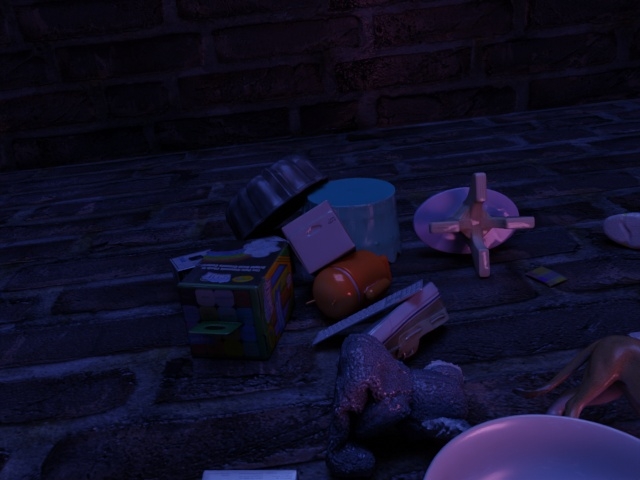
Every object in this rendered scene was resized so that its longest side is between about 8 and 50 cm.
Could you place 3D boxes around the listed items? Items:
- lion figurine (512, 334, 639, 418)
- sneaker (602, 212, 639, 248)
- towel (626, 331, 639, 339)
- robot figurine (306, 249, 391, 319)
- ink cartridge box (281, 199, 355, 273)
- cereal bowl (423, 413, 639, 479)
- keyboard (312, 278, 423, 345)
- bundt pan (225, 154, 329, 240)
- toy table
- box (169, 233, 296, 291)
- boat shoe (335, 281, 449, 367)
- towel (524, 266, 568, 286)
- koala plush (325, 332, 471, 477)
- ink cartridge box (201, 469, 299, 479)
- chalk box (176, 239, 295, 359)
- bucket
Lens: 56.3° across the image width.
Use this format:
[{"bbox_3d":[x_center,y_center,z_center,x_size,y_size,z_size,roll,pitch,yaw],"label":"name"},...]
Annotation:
[{"bbox_3d":[0.489,0.220,0.843,0.392,0.142,0.240,28,84,45],"label":"lion figurine"},{"bbox_3d":[0.858,-0.021,1.527,0.240,0.091,0.126,12,11,37],"label":"sneaker"},{"bbox_3d":[0.719,0.239,0.971,0.331,0.054,0.317,-3,24,9],"label":"towel"},{"bbox_3d":[0.069,0.101,1.365,0.158,0.128,0.219,42,45,23],"label":"robot figurine"},{"bbox_3d":[0.000,0.000,1.416,0.128,0.127,0.176,-32,-7,1],"label":"ink cartridge box"},{"bbox_3d":[0.281,0.363,0.684,0.338,0.141,0.339,-6,24,3],"label":"cereal bowl"},{"bbox_3d":[0.097,0.149,1.233,0.256,0.014,0.072,-30,0,15],"label":"keyboard"},{"bbox_3d":[-0.137,-0.128,1.723,0.330,0.124,0.331,-37,-3,-2],"label":"bundt pan"},{"bbox_3d":[0.384,-0.043,1.515,0.274,0.252,0.161,-15,6,1],"label":"toy table"},{"bbox_3d":[-0.225,0.066,1.530,0.289,0.087,0.169,-14,12,-17],"label":"box"},{"bbox_3d":[0.156,0.185,1.182,0.302,0.094,0.109,-32,-8,-35],"label":"boat shoe"},{"bbox_3d":[0.538,0.086,1.426,0.060,0.009,0.083,-17,26,-25],"label":"towel"},{"bbox_3d":[0.131,0.253,0.946,0.221,0.203,0.196,8,25,3],"label":"koala plush"},{"bbox_3d":[-0.106,0.409,0.829,0.145,0.045,0.179,-3,42,7],"label":"ink cartridge box"},{"bbox_3d":[-0.181,0.138,1.282,0.180,0.179,0.289,1,25,15],"label":"chalk box"},{"bbox_3d":[0.088,-0.050,1.635,0.281,0.183,0.281,-5,22,2],"label":"bucket"}]
